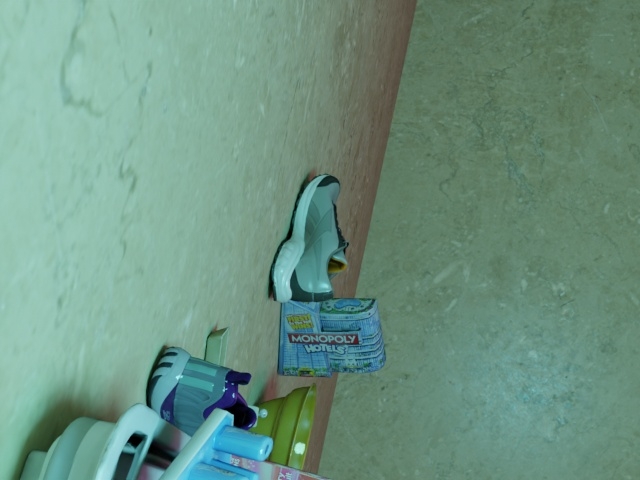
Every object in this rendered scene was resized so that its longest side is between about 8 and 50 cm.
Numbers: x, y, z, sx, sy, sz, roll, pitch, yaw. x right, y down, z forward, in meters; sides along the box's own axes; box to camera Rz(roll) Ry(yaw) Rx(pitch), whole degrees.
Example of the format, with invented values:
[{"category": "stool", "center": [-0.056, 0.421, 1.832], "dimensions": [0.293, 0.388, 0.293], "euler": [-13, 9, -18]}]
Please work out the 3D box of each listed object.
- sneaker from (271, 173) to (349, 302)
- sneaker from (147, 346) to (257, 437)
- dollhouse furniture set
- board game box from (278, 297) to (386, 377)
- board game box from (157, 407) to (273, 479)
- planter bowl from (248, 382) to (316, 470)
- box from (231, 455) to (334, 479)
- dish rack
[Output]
[{"category": "sneaker", "center": [0.000, 0.000, 1.403], "dimensions": [0.100, 0.108, 0.271], "euler": [90, 12, -47]}, {"category": "sneaker", "center": [-0.115, 0.201, 0.882], "dimensions": [0.223, 0.098, 0.083], "euler": [93, 11, -48]}, {"category": "dollhouse furniture set", "center": [-0.101, 0.168, 1.000], "dimensions": [0.091, 0.081, 0.114], "euler": [-56, 156, -71]}, {"category": "board game box", "center": [0.005, 0.154, 1.516], "dimensions": [0.060, 0.194, 0.194], "euler": [-71, 155, -49]}, {"category": "board game box", "center": [-0.132, 0.374, 0.570], "dimensions": [0.390, 0.050, 0.390], "euler": [-50, 150, -60]}, {"category": "planter bowl", "center": [-0.074, 0.327, 1.394], "dimensions": [0.217, 0.090, 0.217], "euler": [12, 90, -82]}, {"category": "box", "center": [-0.098, 0.404, 1.001], "dimensions": [0.142, 0.154, 0.300], "euler": [120, -14, -74]}, {"category": "dish rack", "center": [-0.176, 0.275, 0.656], "dimensions": [0.333, 0.072, 0.285], "euler": [79, 23, -70]}]
